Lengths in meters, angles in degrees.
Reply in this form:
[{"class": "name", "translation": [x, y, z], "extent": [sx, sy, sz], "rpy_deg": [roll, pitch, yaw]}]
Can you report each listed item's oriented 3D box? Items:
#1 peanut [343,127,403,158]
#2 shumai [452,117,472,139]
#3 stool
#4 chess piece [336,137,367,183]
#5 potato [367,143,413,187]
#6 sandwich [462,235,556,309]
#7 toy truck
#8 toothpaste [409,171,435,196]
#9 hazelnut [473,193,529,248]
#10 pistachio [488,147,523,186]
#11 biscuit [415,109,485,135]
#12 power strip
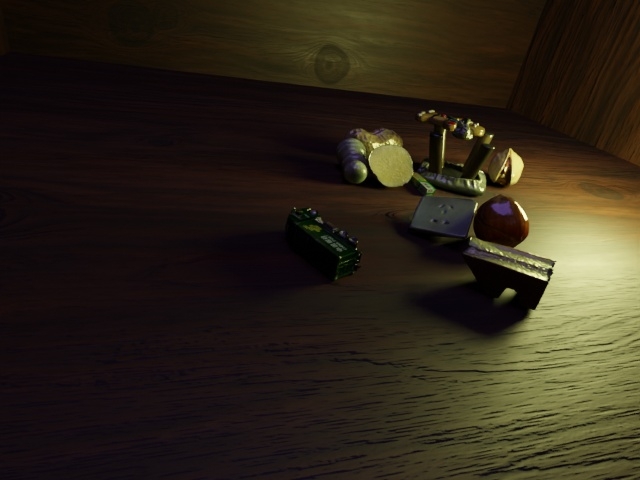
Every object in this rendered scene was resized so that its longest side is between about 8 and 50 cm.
[{"class": "peanut", "translation": [0.254, -0.463, 1.943], "extent": [0.325, 0.153, 0.140], "rpy_deg": [0, 27, -30]}, {"class": "shumai", "translation": [0.593, -0.462, 1.679], "extent": [0.083, 0.080, 0.082], "rpy_deg": [16, 33, 7]}, {"class": "stool", "translation": [0.615, -0.371, 1.830], "extent": [0.310, 0.226, 0.310], "rpy_deg": [17, 33, 12]}, {"class": "chess piece", "translation": [0.139, -0.324, 1.710], "extent": [0.133, 0.133, 0.243], "rpy_deg": [6, 35, -8]}, {"class": "potato", "translation": [0.273, -0.304, 1.710], "extent": [0.202, 0.182, 0.117], "rpy_deg": [-12, 2, -19]}, {"class": "sandwich", "translation": [0.507, 0.085, 1.132], "extent": [0.235, 0.128, 0.122], "rpy_deg": [21, 36, 19]}, {"class": "toy truck", "translation": [0.000, 0.000, 1.153], "extent": [0.121, 0.088, 0.259], "rpy_deg": [-17, 42, -39]}, {"class": "toothpaste", "translation": [0.426, -0.241, 1.736], "extent": [0.043, 0.037, 0.178], "rpy_deg": [0, 32, -19]}, {"class": "hazelnut", "translation": [0.601, -0.058, 1.346], "extent": [0.182, 0.182, 0.182], "rpy_deg": [8, 31, -5]}, {"class": "pistachio", "translation": [0.876, -0.340, 1.932], "extent": [0.157, 0.157, 0.229], "rpy_deg": [19, 44, 15]}, {"class": "biscuit", "translation": [0.589, -0.531, 1.830], "extent": [0.301, 0.049, 0.197], "rpy_deg": [28, 38, 27]}, {"class": "power strip", "translation": [0.420, -0.069, 1.406], "extent": [0.198, 0.064, 0.213], "rpy_deg": [10, 43, 27]}]
